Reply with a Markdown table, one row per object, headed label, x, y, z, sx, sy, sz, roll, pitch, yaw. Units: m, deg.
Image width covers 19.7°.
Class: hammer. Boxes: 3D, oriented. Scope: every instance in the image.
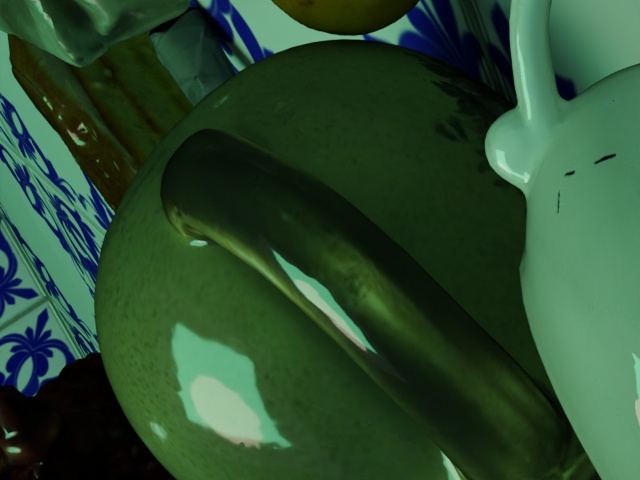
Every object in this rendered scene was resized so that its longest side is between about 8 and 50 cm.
| label | x | y | z | sx | sy | sz | roll | pitch | yaw |
| --- | --- | --- | --- | --- | --- | --- | --- | --- | --- |
| hammer | 0.000 | 0.000 | 1.200 | 0.427 | 0.152 | 0.044 | 61 | 174 | 29 |

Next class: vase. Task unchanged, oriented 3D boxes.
| label | x | y | z | sx | sy | sz | roll | pitch | yaw |
| --- | --- | --- | --- | --- | --- | --- | --- | --- | --- |
| vase | 0.040 | 0.049 | 0.824 | 0.302 | 0.241 | 0.329 | 43 | 179 | 24 |

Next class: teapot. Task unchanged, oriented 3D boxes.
| label | x | y | z | sx | sy | sz | roll | pitch | yaw |
| --- | --- | --- | --- | --- | --- | --- | --- | --- | --- |
| teapot | 0.151 | 0.015 | 0.618 | 0.300 | 0.166 | 0.208 | 66 | -153 | -15 |

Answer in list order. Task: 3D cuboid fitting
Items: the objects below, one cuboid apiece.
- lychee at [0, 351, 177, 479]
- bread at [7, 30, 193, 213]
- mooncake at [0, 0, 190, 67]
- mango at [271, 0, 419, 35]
| label | x | y | z | sx | sy | sz | roll | pitch | yaw |
| --- | --- | --- | --- | --- | --- | --- | --- | --- | --- |
| lychee | -0.074 | 0.246 | 1.294 | 0.500 | 0.424 | 0.424 | 45 | 173 | -31 |
| bread | -0.142 | -0.083 | 1.440 | 0.234 | 0.110 | 0.184 | 48 | 164 | 29 |
| mooncake | -0.193 | -0.250 | 1.187 | 0.254 | 0.136 | 0.250 | 27 | 145 | 62 |
| mango | -0.010 | -0.169 | 0.863 | 0.165 | 0.089 | 0.115 | 57 | 176 | 11 |
